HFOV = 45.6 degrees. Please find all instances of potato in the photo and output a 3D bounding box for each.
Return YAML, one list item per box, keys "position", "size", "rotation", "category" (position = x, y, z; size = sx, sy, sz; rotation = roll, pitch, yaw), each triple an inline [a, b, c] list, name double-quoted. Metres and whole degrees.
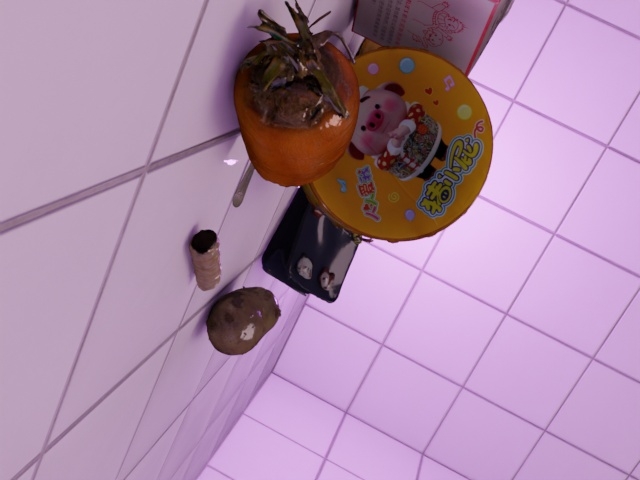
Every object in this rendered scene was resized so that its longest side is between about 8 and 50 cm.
- position: [-0.199, 0.198, 1.908]
  size: [0.165, 0.165, 0.262]
  rotation: [-65, 168, 25]
  category: "potato"

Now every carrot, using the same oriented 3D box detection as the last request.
- position: [-0.032, -0.216, 1.185]
  size: [0.214, 0.193, 0.331]
  rotation: [-21, 165, -2]
  category: "carrot"

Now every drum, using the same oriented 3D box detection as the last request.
- position: [0.151, -0.202, 1.668]
  size: [0.431, 0.431, 0.214]
  rotation: [-63, -173, 0]
  category: "drum"

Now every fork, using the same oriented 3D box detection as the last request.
- position: [-0.128, -0.159, 1.484]
  size: [0.219, 0.034, 0.028]
  rotation: [-63, -159, 20]
  category: "fork"

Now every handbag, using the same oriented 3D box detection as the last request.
- position: [0.000, 0.000, 2.283]
  size: [0.303, 0.122, 0.329]
  rotation: [36, 77, -52]
  category: "handbag"

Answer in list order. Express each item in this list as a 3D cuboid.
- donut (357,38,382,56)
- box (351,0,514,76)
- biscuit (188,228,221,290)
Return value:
- position: [0.160, -0.468, 2.163]
  size: [0.303, 0.110, 0.302]
  rotation: [24, 90, -82]
  category: "donut"
- position: [0.275, -0.585, 1.665]
  size: [0.300, 0.312, 0.314]
  rotation: [-59, 172, -21]
  category: "box"
- position: [-0.218, 0.039, 1.447]
  size: [0.061, 0.055, 0.219]
  rotation: [-54, 171, -20]
  category: "biscuit"
